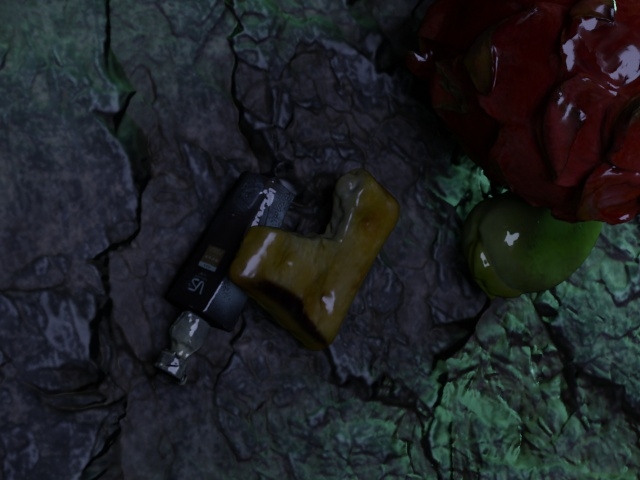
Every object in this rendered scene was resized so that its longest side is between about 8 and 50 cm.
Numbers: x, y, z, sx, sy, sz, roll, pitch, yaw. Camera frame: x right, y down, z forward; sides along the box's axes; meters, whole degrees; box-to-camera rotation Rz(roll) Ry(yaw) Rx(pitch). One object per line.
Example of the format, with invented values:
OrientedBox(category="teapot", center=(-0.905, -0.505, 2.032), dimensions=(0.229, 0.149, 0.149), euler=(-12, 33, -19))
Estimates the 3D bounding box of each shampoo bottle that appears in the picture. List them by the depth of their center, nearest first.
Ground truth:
OrientedBox(category="shampoo bottle", center=(-0.095, 0.037, 1.503), dimensions=(0.063, 0.057, 0.208), euler=(41, 73, -46))

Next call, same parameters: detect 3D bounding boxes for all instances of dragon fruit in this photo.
OrientedBox(category="dragon fruit", center=(0.259, -0.152, 1.541), dimensions=(0.277, 0.342, 0.277), euler=(-31, 144, -26))

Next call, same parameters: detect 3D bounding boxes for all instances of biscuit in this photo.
OrientedBox(category="biscuit", center=(0.000, 0.000, 1.529), dimensions=(0.183, 0.039, 0.174), euler=(-59, 139, -16))

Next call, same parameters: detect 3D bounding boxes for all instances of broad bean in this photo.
OrientedBox(category="broad bean", center=(0.220, -0.005, 1.647), dimensions=(0.174, 0.082, 0.124), euler=(-15, 111, -28))
